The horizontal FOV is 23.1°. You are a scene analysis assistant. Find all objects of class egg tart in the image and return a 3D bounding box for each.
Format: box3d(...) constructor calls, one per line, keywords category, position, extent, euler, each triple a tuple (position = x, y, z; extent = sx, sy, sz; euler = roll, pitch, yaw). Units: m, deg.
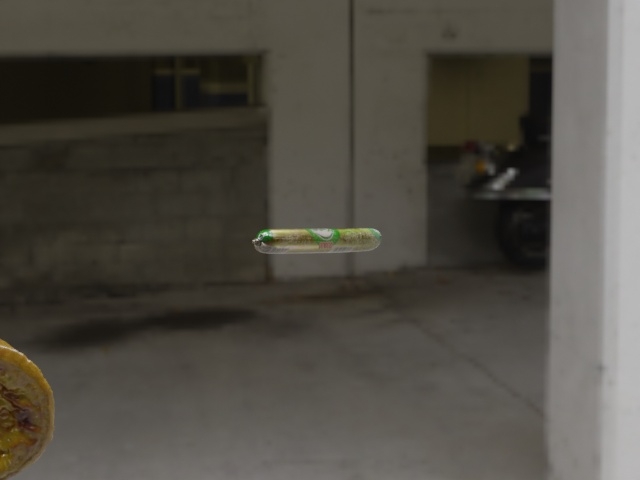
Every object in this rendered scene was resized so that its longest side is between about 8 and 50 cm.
box3d(category="egg tart", position=(-0.443, 0.197, 1.977), extent=(0.202, 0.203, 0.147), euler=(-2, 18, -15))

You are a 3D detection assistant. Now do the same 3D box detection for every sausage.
box3d(category="sausage", position=(0.000, 0.000, 2.003), extent=(0.032, 0.033, 0.269), euler=(5, 4, 37))
